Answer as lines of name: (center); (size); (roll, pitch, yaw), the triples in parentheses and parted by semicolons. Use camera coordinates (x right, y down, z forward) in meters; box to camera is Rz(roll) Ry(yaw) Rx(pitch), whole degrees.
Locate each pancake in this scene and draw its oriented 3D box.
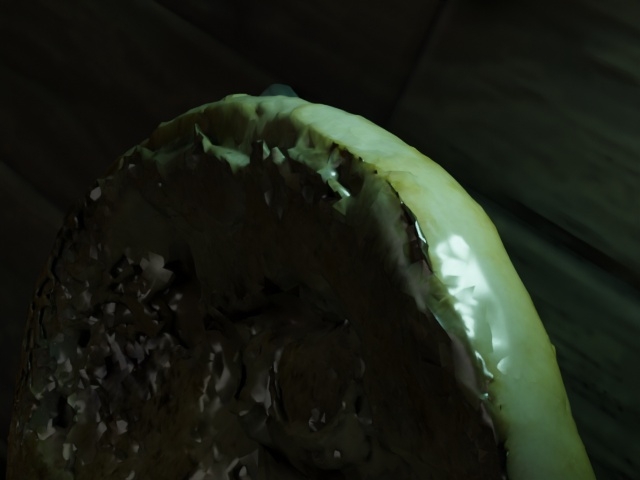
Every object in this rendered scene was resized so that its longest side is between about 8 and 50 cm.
pancake: (-0.023, 0.124, 0.770); (0.387, 0.082, 0.386); (4, 96, 51)

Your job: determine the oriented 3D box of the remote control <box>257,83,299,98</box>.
remote control: (0.000, 0.000, 0.823); (0.061, 0.029, 0.162); (-52, 53, 22)
